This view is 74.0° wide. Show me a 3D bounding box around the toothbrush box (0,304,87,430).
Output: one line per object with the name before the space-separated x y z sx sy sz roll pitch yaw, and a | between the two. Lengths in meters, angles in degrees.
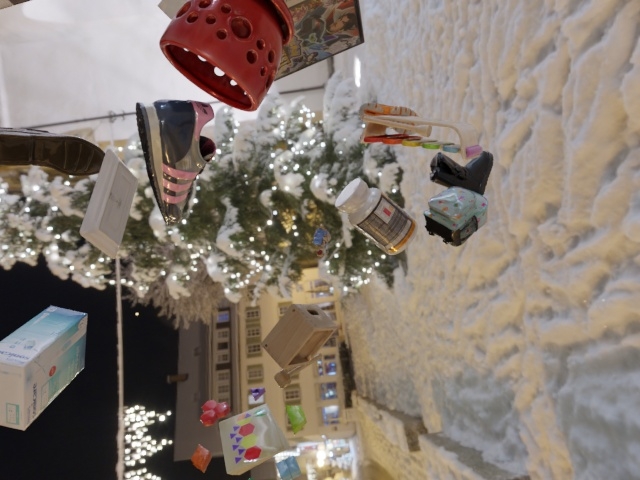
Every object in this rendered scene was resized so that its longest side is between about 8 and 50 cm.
toothbrush box | -0.833 0.362 1.253 0.295 0.126 0.216 -80 3 -73

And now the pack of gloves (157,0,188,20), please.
pack of gloves | -0.329 -0.700 1.228 0.195 0.232 0.046 47 -172 12

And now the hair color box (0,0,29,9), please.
hair color box | -0.763 -0.643 0.986 0.105 0.348 0.173 55 165 45

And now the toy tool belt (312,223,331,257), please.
toy tool belt | 0.000 0.000 1.185 0.051 0.052 0.083 66 -149 -60

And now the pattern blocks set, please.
pattern blocks set | -0.174 0.487 1.056 0.324 0.286 0.026 -120 17 -67

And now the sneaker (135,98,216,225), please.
sneaker | -0.263 -0.136 0.818 0.112 0.131 0.319 64 156 20

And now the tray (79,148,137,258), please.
tray | -0.548 -0.100 1.133 0.145 0.030 0.270 69 -161 -60

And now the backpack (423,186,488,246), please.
backpack | 0.453 -0.093 1.395 0.166 0.189 0.144 37 149 49

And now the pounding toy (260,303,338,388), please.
pounding toy | -0.062 0.257 1.040 0.094 0.206 0.181 42 -169 26

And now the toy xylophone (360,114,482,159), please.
toy xylophone | 0.241 -0.274 1.102 0.323 0.236 0.081 23 118 41

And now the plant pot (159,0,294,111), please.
plant pot | -0.152 -0.348 0.740 0.174 0.191 0.191 -61 -6 -7

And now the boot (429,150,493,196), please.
boot | 0.518 -0.277 1.568 0.246 0.207 0.094 -66 9 -26

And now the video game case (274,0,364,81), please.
video game case | -0.034 -0.472 0.934 0.275 0.249 0.035 31 -141 -78

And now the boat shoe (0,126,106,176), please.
boat shoe | -0.728 -0.246 1.120 0.307 0.105 0.110 3 -68 -59

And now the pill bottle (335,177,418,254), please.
pill bottle | 0.198 -0.086 1.511 0.279 0.162 0.162 38 -164 -17

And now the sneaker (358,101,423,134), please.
sneaker | 0.232 -0.405 1.391 0.083 0.215 0.084 -66 -6 -74
